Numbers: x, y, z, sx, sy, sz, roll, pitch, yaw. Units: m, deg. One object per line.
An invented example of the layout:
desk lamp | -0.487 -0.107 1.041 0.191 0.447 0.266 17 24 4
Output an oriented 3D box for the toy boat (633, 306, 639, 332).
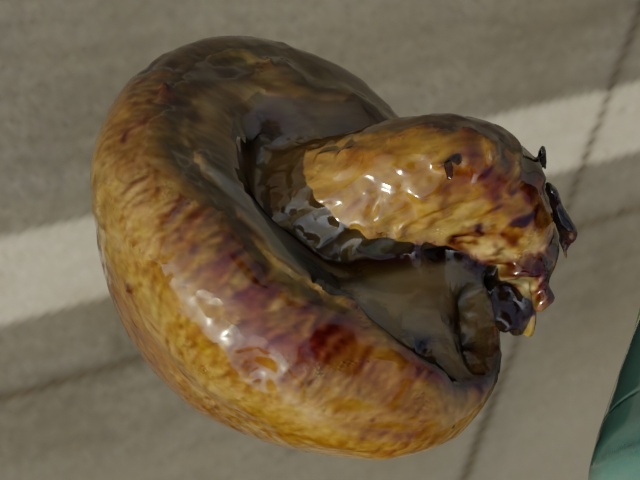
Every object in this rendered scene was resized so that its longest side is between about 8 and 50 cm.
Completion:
toy boat | 0.304 0.061 1.490 0.052 0.104 0.210 -22 127 -83

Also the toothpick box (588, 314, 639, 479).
toothpick box | 0.196 0.060 0.852 0.120 0.120 0.184 97 13 -46

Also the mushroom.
mushroom | 0.005 0.008 1.113 0.283 0.263 0.195 2 137 -8
